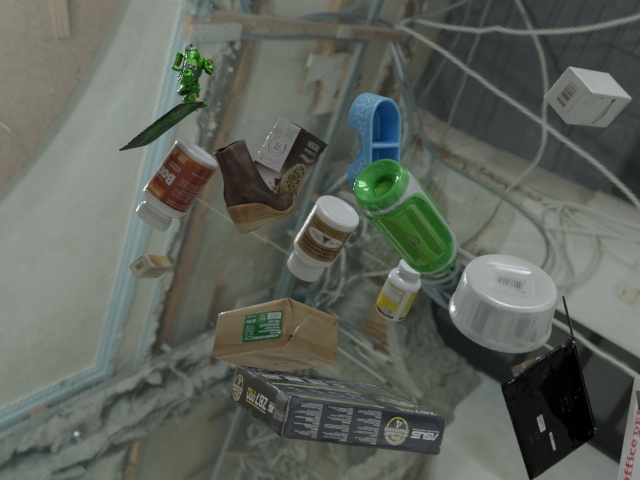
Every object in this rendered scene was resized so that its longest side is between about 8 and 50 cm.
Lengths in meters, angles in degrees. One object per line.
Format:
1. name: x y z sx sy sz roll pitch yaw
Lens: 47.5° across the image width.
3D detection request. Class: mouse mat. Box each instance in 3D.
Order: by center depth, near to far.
1. mouse mat: -0.363 -0.263 1.669 0.189 0.007 0.152 -33 3 19

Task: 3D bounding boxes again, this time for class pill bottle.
1. pill bottle: -0.360 -0.134 1.797 0.216 0.121 0.121 -53 -23 10
2. pill bottle: 0.000 0.000 2.024 0.131 0.131 0.229 -21 -31 -53
3. pill bottle: 0.244 0.149 2.219 0.103 0.103 0.184 -24 -37 -51

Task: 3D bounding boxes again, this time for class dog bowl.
1. dog bowl: 0.159 -0.269 2.066 0.166 0.074 0.297 -9 -76 -46

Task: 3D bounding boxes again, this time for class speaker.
1. speaker: 0.187 -0.042 1.537 0.131 0.131 0.296 -53 -46 -9

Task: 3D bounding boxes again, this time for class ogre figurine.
1. ogre figurine: -0.312 -0.397 1.757 0.197 0.096 0.118 41 -130 -73

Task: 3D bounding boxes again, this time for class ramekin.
1. ramekin: 0.491 0.156 1.932 0.277 0.277 0.135 -32 -39 -44

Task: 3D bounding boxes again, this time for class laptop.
1. laptop: 0.441 0.279 1.409 0.264 0.136 0.234 -29 -67 -16

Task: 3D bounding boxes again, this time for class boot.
1. boot: -0.153 -0.144 1.751 0.248 0.090 0.207 -35 -66 -58

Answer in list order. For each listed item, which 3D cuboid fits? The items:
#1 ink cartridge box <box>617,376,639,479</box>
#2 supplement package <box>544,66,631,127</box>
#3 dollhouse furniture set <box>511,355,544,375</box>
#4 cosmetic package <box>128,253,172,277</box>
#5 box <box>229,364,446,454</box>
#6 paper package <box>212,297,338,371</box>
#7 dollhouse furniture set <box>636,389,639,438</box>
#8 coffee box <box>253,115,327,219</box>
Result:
1. ink cartridge box: 0.792 0.424 1.432 0.395 0.166 0.285 148 142 -69
2. supplement package: 0.686 -0.365 1.863 0.179 0.105 0.105 -3 -39 -37
3. dollhouse furniture set: 0.575 0.358 1.834 0.144 0.123 0.151 -7 -17 -23
4. cosmetic package: -0.455 0.070 1.949 0.060 0.041 0.115 -34 -12 12
5. box: 0.033 0.376 1.637 0.395 0.318 0.097 14 -95 -27
6. paper package: -0.146 0.330 2.438 0.309 0.324 0.168 27 -123 -47
7. dollhouse furniture set: 0.586 0.156 1.058 0.303 0.173 0.356 81 -177 -82
8. coffee box: -0.125 -0.230 2.352 0.297 0.119 0.168 -59 -25 6
